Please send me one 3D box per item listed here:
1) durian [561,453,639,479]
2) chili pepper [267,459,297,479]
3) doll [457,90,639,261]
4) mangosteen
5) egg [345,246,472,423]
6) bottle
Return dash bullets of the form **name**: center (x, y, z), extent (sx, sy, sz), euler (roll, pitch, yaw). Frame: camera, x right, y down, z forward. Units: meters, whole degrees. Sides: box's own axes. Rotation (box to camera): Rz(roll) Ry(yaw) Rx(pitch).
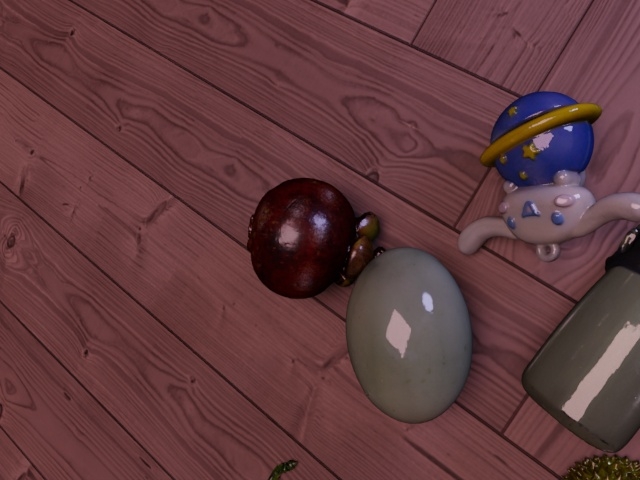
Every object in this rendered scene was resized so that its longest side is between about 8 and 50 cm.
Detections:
- **durian**: center (0.418, 0.382, 0.917), extent (0.215, 0.086, 0.100), euler (-16, 92, 22)
- **chili pepper**: center (-0.077, 0.445, 1.184), extent (0.083, 0.022, 0.027), euler (-48, 34, 16)
- **doll**: center (0.334, -0.093, 0.977), extent (0.311, 0.159, 0.243), euler (-34, 84, 44)
- **mangosteen**: center (0.000, 0.000, 1.098), extent (0.257, 0.215, 0.215), euler (7, 88, -5)
- **egg**: center (0.141, 0.151, 0.999), extent (0.203, 0.203, 0.283), euler (-4, 85, 26)
- **bottle**: center (0.448, 0.118, 0.879), extent (0.168, 0.168, 0.347), euler (37, 97, 24)
